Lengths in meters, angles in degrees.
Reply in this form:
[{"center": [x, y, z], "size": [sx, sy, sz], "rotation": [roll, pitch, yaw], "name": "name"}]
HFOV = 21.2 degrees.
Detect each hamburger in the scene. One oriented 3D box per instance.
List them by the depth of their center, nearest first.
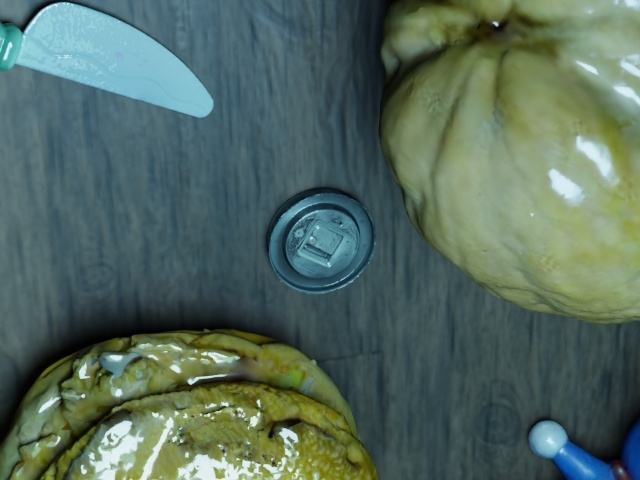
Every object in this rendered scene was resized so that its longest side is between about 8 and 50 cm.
[{"center": [-0.103, 0.208, 1.273], "size": [0.289, 0.170, 0.314], "rotation": [-4, 115, -18], "name": "hamburger"}]

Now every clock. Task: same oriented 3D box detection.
[{"center": [0.000, 0.000, 1.289], "size": [0.085, 0.017, 0.085], "rotation": [-7, 117, -14], "name": "clock"}]

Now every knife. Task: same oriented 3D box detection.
[{"center": [-0.187, -0.134, 1.167], "size": [0.260, 0.034, 0.063], "rotation": [9, 106, -27], "name": "knife"}]

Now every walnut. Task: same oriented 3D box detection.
[{"center": [0.199, -0.094, 1.145], "size": [0.306, 0.306, 0.344], "rotation": [-52, 152, 11], "name": "walnut"}]

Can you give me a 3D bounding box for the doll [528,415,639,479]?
[{"center": [0.277, 0.217, 1.400], "size": [0.257, 0.161, 0.215], "rotation": [-33, 94, 4], "name": "doll"}]
